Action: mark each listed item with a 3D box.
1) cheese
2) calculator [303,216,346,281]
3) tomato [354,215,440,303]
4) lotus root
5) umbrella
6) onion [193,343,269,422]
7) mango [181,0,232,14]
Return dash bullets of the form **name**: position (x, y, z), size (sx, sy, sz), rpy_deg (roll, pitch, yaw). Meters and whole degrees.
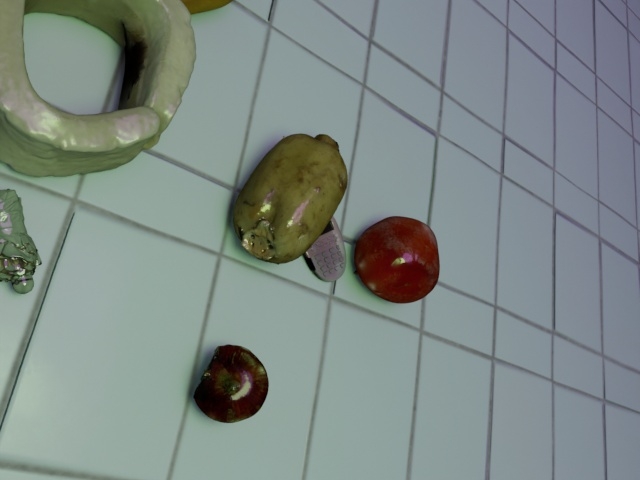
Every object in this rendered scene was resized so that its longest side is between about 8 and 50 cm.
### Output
- **cheese**: position (-0.342, -0.253, 0.864), size (0.293, 0.153, 0.331), rpy_deg (14, 71, -35)
- **calculator**: position (0.000, 0.000, 1.157), size (0.103, 0.024, 0.165), rpy_deg (-24, 96, -40)
- **tomato**: position (0.155, 0.032, 1.193), size (0.187, 0.151, 0.186), rpy_deg (12, 67, -31)
- **lotus root**: position (-0.044, -0.087, 1.060), size (0.160, 0.146, 0.284), rpy_deg (38, 56, -10)
- **umbrella**: position (-0.415, 0.003, 0.803), size (0.067, 0.062, 0.143), rpy_deg (-15, 86, -71)
- **onion**: position (-0.134, 0.224, 0.929), size (0.119, 0.119, 0.117), rpy_deg (32, 82, -28)
- **mango**: position (-0.219, -0.493, 1.061), size (0.176, 0.119, 0.316), rpy_deg (49, 62, -21)
